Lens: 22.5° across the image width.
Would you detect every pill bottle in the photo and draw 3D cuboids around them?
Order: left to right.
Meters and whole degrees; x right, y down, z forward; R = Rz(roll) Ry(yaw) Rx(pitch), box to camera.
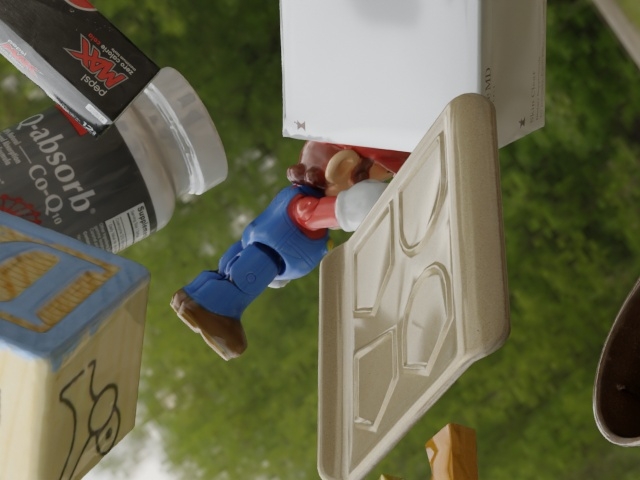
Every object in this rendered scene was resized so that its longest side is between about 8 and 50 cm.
[{"bbox_3d":[-0.319,-0.073,2.090,0.210,0.363,0.210,53,162,26],"label":"pill bottle"}]

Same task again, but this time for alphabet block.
[{"bbox_3d":[-0.294,0.116,1.547,0.193,0.197,0.192,21,-148,18],"label":"alphabet block"}]

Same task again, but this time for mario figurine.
[{"bbox_3d":[0.000,0.000,1.704,0.198,0.320,0.170,42,178,42],"label":"mario figurine"}]

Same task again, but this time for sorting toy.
[{"bbox_3d":[0.065,0.078,1.102,0.041,0.229,0.307,16,-128,-21],"label":"sorting toy"}]

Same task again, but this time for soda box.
[{"bbox_3d":[-0.197,-0.152,1.135,0.169,0.060,0.053,43,159,-10],"label":"soda box"}]

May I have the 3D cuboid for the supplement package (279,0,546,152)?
[{"bbox_3d":[0.083,-0.222,1.430,0.145,0.204,0.262,-28,-59,-53],"label":"supplement package"}]

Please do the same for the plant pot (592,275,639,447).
[{"bbox_3d":[0.289,0.092,1.025,0.165,0.167,0.167,30,-167,-14],"label":"plant pot"}]
